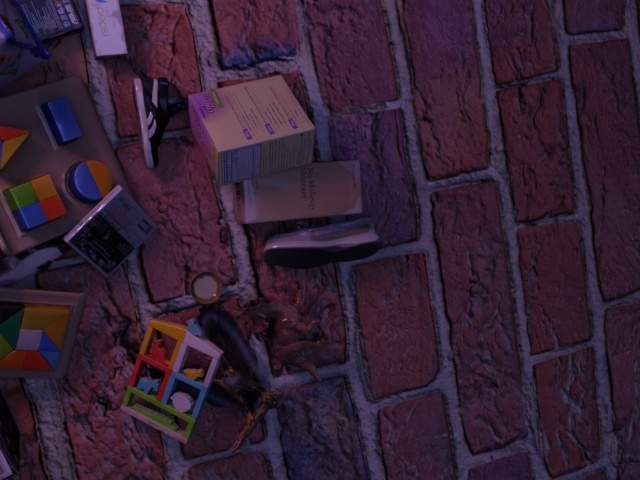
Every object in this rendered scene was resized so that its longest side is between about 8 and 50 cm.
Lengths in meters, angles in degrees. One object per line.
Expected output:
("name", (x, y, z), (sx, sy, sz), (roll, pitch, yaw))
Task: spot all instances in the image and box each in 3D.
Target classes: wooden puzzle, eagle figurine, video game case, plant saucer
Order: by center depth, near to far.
("wooden puzzle", (-0.598, -0.176, 1.711), (0.348, 0.080, 0.322), (-30, 103, -40))
("wooden puzzle", (-0.657, 0.215, 1.754), (0.238, 0.044, 0.221), (7, 107, -41))
("video game case", (-0.484, -0.019, 1.810), (0.173, 0.022, 0.190), (-47, 151, -11))
("eagle figurine", (-0.240, 0.332, 1.932), (0.298, 0.225, 0.226), (37, 36, 13))
("plant saucer", (-0.290, 0.118, 1.961), (0.083, 0.015, 0.083), (-2, 95, -21))

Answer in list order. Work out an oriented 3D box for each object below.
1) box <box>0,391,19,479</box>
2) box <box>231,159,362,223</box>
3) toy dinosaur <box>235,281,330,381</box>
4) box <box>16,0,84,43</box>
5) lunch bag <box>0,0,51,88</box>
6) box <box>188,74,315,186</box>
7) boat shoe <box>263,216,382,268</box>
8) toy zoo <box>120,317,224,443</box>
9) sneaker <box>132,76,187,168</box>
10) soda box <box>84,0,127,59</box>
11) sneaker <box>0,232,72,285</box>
("box", (-0.755, 0.434, 1.678), (0.165, 0.270, 0.143), (-23, 103, -17))
("box", (-0.060, -0.126, 1.968), (0.311, 0.121, 0.148), (-7, 97, -20))
("toy dinosaur", (-0.098, 0.241, 1.992), (0.200, 0.127, 0.296), (-23, 111, -14))
("box", (-0.680, -0.567, 1.729), (0.216, 0.060, 0.270), (-25, 102, -16))
("lunch bag", (-0.808, -0.469, 1.568), (0.328, 0.239, 0.385), (-30, 88, 2))
("box", (-0.166, -0.265, 1.858), (0.243, 0.213, 0.117), (-16, 143, -20))
("boat shoe", (0.002, -0.001, 2.019), (0.320, 0.118, 0.103), (-7, 61, -17))
("toy zoo", (-0.349, 0.315, 1.850), (0.192, 0.030, 0.293), (24, 103, 12))
("sneaker", (-0.374, -0.283, 1.858), (0.121, 0.079, 0.217), (-8, 96, -18))
("soda box", (-0.502, -0.532, 1.794), (0.074, 0.069, 0.216), (-11, 98, -19))
("sneaker", (-0.669, 0.019, 1.769), (0.330, 0.146, 0.122), (-28, 78, -38))
